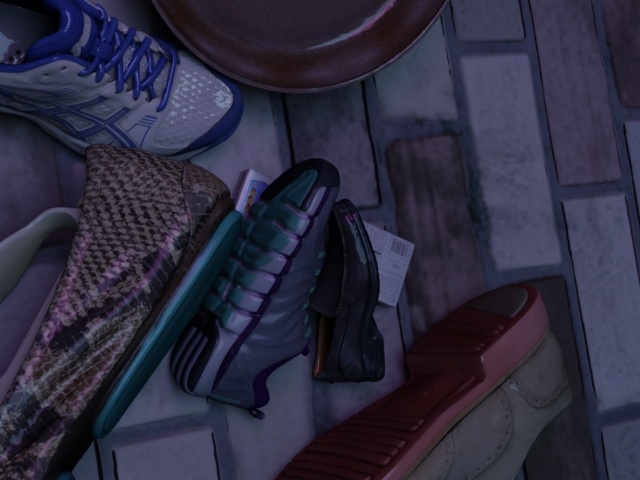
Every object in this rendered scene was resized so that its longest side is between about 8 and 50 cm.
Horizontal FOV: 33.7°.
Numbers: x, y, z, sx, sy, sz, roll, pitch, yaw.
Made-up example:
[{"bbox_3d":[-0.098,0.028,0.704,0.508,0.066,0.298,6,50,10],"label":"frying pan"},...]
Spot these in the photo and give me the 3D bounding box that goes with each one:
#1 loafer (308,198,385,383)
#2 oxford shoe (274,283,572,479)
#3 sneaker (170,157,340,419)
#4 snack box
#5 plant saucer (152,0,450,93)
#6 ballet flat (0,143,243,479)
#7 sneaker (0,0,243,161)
[{"bbox_3d":[0.017,0.049,0.917,0.061,0.062,0.170,-10,105,-11],"label":"loafer"},{"bbox_3d":[0.087,0.206,0.909,0.397,0.140,0.146,-39,108,-23],"label":"oxford shoe"},{"bbox_3d":[-0.033,0.041,0.892,0.098,0.083,0.223,31,93,-31],"label":"sneaker"},{"bbox_3d":[0.000,0.000,0.953,0.178,0.022,0.064,24,76,-22],"label":"snack box"},{"bbox_3d":[-0.012,-0.278,0.871,0.311,0.050,0.310,-9,112,-22],"label":"plant saucer"},{"bbox_3d":[-0.222,0.137,0.771,0.182,0.164,0.483,22,68,0],"label":"ballet flat"},{"bbox_3d":[-0.186,-0.132,0.820,0.296,0.131,0.112,9,77,-26],"label":"sneaker"}]
